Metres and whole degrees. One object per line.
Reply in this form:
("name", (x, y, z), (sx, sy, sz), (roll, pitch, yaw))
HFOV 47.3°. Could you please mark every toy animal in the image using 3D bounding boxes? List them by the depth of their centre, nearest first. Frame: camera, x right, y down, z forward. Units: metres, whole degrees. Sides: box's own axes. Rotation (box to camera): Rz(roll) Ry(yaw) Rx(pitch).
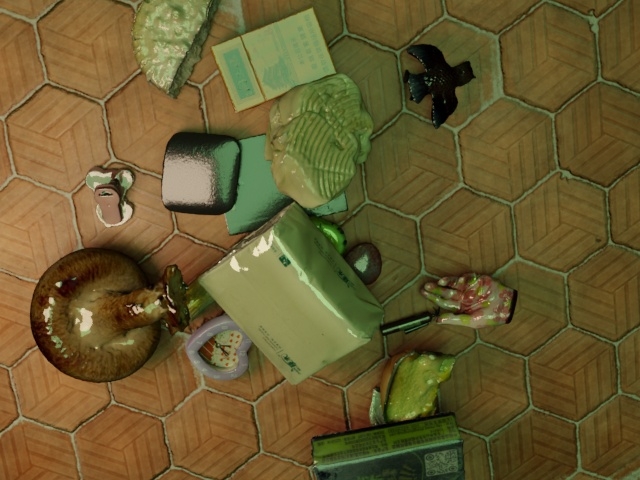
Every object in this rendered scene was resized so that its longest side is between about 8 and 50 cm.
("toy animal", (0.302, -0.397, 1.821), (0.180, 0.116, 0.218), (-19, 94, 2))

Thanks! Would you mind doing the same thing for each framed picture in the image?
("framed picture", (-0.108, -0.161, 1.905), (0.324, 0.013, 0.244), (-12, 101, 1))

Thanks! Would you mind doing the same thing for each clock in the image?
("clock", (-0.268, 0.274, 1.913), (0.172, 0.064, 0.198), (3, 120, -15))

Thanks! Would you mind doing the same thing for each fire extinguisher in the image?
("fire extinguisher", (0.249, 0.227, 1.980), (0.173, 0.035, 0.049), (-18, 97, 5))

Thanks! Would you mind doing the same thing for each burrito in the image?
("burrito", (0.165, 0.467, 2.017), (0.074, 0.044, 0.118), (14, 98, -9))

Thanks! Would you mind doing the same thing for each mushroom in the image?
("mushroom", (-0.523, 0.202, 1.805), (0.334, 0.356, 0.331), (-19, 121, -32))

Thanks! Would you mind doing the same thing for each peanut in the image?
("peanut", (-0.327, 0.150, 1.920), (0.207, 0.087, 0.087), (-38, 100, 3))

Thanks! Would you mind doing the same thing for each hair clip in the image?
("hair clip", (-0.539, -0.114, 1.890), (0.123, 0.102, 0.138), (-4, 133, 1))

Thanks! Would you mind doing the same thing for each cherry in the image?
("cherry", (0.091, 0.103, 1.927), (0.107, 0.090, 0.225), (16, 109, -23))

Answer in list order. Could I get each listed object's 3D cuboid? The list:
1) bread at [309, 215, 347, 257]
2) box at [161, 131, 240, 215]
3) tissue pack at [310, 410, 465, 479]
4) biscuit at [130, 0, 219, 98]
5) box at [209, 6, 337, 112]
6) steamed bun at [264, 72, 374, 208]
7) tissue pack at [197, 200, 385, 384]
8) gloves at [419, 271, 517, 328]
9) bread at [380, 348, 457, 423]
("bread", (0.000, 0.000, 1.907), (0.139, 0.071, 0.130), (3, 102, 5))
("box", (-0.306, -0.170, 1.873), (0.201, 0.042, 0.212), (6, 103, 4))
("tissue pack", (0.185, 0.621, 1.962), (0.394, 0.124, 0.288), (-11, 125, -1))
("biscuit", (-0.373, -0.504, 1.793), (0.179, 0.084, 0.281), (21, 100, -6))
("box", (-0.114, -0.445, 1.818), (0.274, 0.076, 0.174), (-21, 100, 2))
("steamed bun", (-0.017, -0.236, 1.789), (0.276, 0.203, 0.289), (-22, 101, -25))
("tissue pack", (-0.065, 0.135, 1.827), (0.297, 0.207, 0.380), (-36, 100, 32))
("gloves", (0.387, 0.154, 1.934), (0.241, 0.126, 0.145), (13, 107, 23))
("bread", (0.247, 0.366, 1.956), (0.174, 0.133, 0.251), (5, 117, -11))
